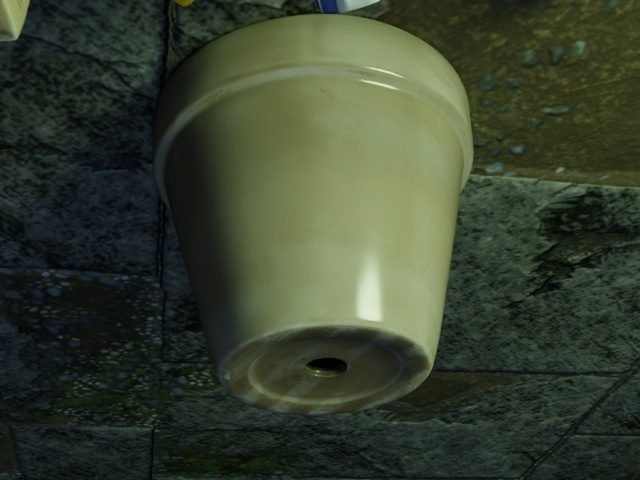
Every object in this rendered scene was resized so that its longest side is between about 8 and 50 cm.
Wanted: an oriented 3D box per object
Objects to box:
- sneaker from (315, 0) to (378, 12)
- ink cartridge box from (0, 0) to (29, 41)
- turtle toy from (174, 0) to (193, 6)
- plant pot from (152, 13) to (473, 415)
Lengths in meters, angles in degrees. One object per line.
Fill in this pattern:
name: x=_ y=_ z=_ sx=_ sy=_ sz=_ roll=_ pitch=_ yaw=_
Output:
sneaker: x=-0.067 y=-0.291 z=0.550 sx=0.182 sy=0.127 sz=0.315 roll=-7 pitch=128 yaw=21
ink cartridge box: x=-0.228 y=-0.263 z=0.524 sx=0.088 sy=0.193 sz=0.234 roll=-1 pitch=146 yaw=1
turtle toy: x=-0.103 y=-0.244 z=0.678 sx=0.095 sy=0.066 sz=0.130 roll=37 pitch=131 yaw=-14
plant pot: x=0.000 y=0.000 z=0.868 sx=0.323 sy=0.280 sz=0.323 roll=-3 pitch=146 yaw=-2
